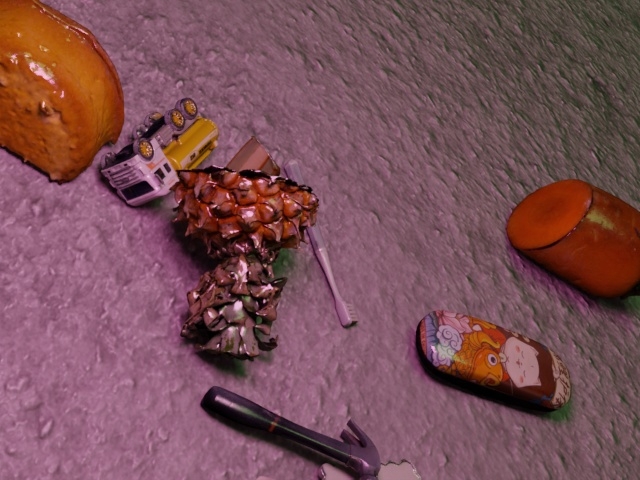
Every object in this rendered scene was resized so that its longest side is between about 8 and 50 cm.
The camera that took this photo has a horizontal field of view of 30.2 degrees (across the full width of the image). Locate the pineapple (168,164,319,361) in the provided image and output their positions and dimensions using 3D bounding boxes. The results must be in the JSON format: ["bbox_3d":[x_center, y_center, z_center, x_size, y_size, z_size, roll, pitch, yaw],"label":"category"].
[{"bbox_3d":[-0.133,0.051,1.843,0.262,0.262,0.271,15,73,-27],"label":"pineapple"}]

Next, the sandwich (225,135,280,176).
[{"bbox_3d":[-0.100,-0.119,2.006,0.079,0.163,0.113,51,42,8],"label":"sandwich"}]

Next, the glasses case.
[{"bbox_3d":[0.310,0.215,2.105,0.321,0.082,0.122,21,45,-23],"label":"glasses case"}]

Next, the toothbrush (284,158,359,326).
[{"bbox_3d":[-0.002,0.000,2.087,0.030,0.025,0.342,4,55,-43],"label":"toothbrush"}]

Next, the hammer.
[{"bbox_3d":[-0.042,0.285,1.797,0.290,0.037,0.137,25,23,-9],"label":"hammer"}]

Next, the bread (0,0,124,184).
[{"bbox_3d":[-0.454,-0.261,1.844,0.340,0.179,0.194,35,44,-10],"label":"bread"}]

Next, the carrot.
[{"bbox_3d":[0.567,0.007,2.376,0.331,0.214,0.193,33,47,-16],"label":"carrot"}]

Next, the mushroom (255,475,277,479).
[{"bbox_3d":[-0.015,0.445,1.659,0.270,0.103,0.118,47,60,0],"label":"mushroom"}]

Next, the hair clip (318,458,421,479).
[{"bbox_3d":[0.106,0.402,1.827,0.220,0.054,0.140,2,60,-33],"label":"hair clip"}]

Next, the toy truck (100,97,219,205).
[{"bbox_3d":[-0.256,-0.145,1.957,0.114,0.098,0.227,58,38,-18],"label":"toy truck"}]
